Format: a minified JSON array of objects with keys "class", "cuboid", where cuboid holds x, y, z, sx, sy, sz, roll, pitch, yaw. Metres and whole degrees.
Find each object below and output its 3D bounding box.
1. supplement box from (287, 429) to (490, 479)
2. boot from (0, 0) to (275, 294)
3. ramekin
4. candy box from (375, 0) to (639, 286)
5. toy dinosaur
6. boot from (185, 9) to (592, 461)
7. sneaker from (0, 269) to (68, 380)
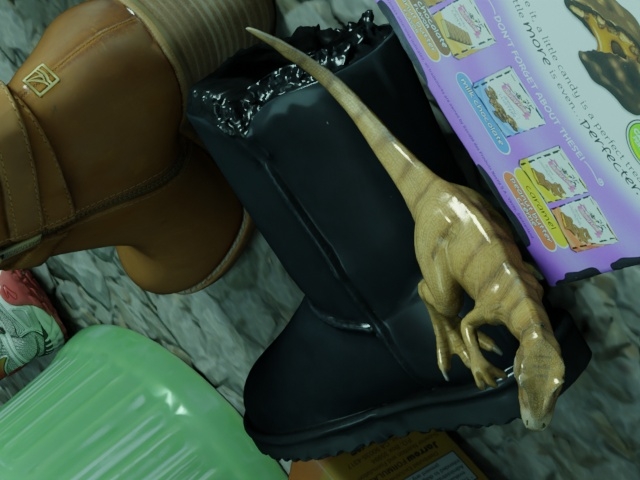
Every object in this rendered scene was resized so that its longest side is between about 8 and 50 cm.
[{"class":"supplement box","cuboid":[0.080,0.190,1.022,0.233,0.080,0.078,45,145,27]},{"class":"boot","cuboid":[-0.135,-0.015,1.004,0.109,0.220,0.283,47,151,13]},{"class":"ramekin","cuboid":[-0.138,0.225,1.341,0.303,0.148,0.303,37,147,29]},{"class":"candy box","cuboid":[0.120,-0.081,0.704,0.165,0.070,0.196,58,152,-7]},{"class":"toy dinosaur","cuboid":[0.056,-0.005,0.795,0.211,0.064,0.112,53,170,33]},{"class":"boot","cuboid":[0.000,0.000,0.944,0.246,0.094,0.207,-16,111,53]},{"class":"sneaker","cuboid":[-0.258,0.077,1.425,0.088,0.092,0.225,53,151,5]}]
